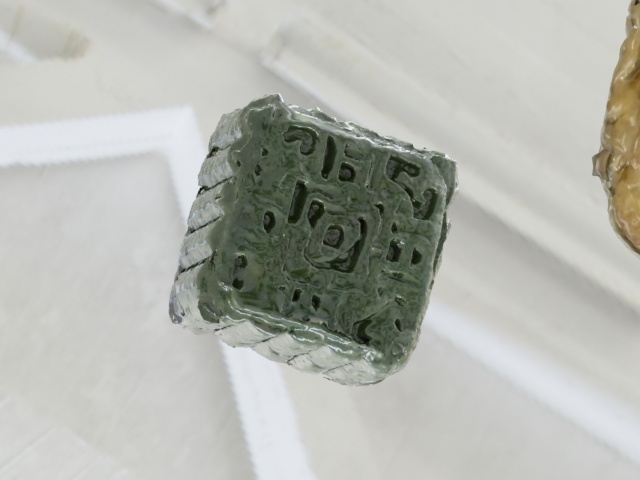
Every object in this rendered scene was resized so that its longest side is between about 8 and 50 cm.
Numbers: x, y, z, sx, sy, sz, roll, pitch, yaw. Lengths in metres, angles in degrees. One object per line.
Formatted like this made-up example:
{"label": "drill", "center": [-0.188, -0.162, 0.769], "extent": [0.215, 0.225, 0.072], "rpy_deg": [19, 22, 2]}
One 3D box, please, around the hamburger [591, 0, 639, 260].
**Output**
{"label": "hamburger", "center": [0.198, -0.056, 0.569], "extent": [0.108, 0.214, 0.213], "rpy_deg": [-11, -112, -51]}

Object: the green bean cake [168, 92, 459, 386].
{"label": "green bean cake", "center": [0.000, 0.000, 1.184], "extent": [0.181, 0.094, 0.173], "rpy_deg": [20, -104, -17]}
